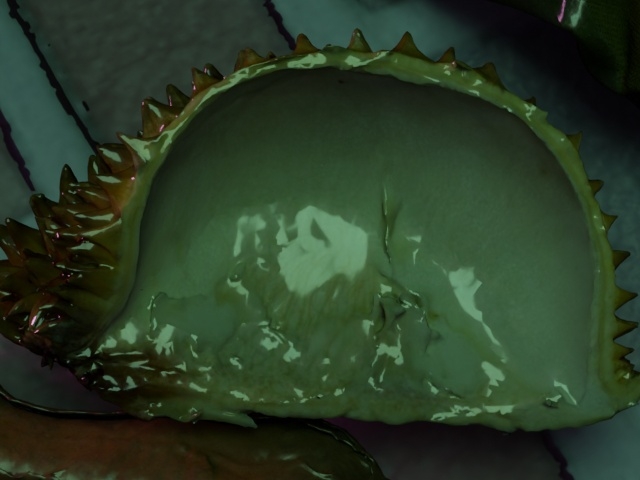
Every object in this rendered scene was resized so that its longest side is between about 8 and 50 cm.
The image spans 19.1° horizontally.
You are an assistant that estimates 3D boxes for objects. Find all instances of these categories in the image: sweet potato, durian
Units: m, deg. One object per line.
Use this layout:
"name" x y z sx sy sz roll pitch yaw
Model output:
"sweet potato" -0.088 0.082 0.710 0.233 0.062 0.081 16 46 9
"durian" 0.000 0.000 0.702 0.252 0.144 0.139 4 59 -15

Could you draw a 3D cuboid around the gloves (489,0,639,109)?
"gloves" 0.122 -0.117 0.790 0.268 0.107 0.135 41 39 19
